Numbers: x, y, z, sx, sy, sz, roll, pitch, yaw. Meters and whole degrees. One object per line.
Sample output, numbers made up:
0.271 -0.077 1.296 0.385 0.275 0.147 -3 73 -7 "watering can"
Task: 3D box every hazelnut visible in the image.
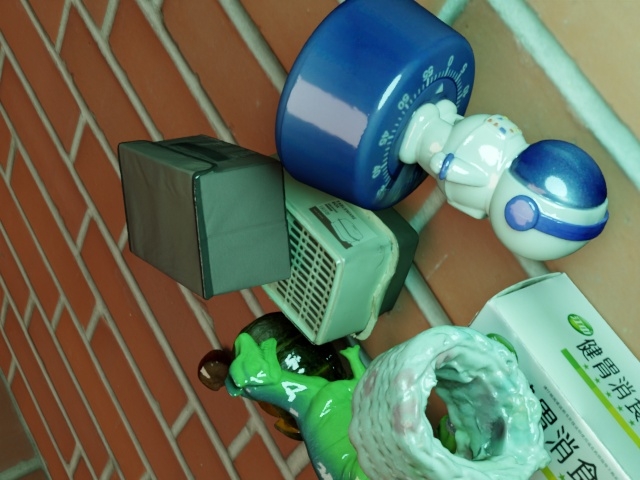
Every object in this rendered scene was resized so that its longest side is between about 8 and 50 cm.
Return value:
-0.216 0.266 1.904 0.086 0.086 0.086 26 124 46 "hazelnut"

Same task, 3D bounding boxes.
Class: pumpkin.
-0.043 0.225 1.571 0.238 0.159 0.238 42 155 25 "pumpkin"

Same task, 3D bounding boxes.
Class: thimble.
0.146 0.209 1.052 0.211 0.185 0.149 38 146 -10 "thimble"

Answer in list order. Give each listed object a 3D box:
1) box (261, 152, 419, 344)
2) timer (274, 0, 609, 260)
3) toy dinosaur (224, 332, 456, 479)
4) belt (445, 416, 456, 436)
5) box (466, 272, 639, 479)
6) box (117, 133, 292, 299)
0.000 0.000 1.410 0.290 0.166 0.220 47 137 32 "box"
0.167 -0.109 1.106 0.383 0.270 0.270 33 131 25 "timer"
0.033 0.364 1.307 0.144 0.375 0.500 117 162 -47 "toy dinosaur"
0.265 0.336 1.262 0.072 0.087 0.302 -41 71 56 "belt"
0.305 0.223 1.110 0.333 0.145 0.173 54 143 25 "box"
-0.170 -0.045 1.346 0.252 0.153 0.188 19 117 52 "box"
